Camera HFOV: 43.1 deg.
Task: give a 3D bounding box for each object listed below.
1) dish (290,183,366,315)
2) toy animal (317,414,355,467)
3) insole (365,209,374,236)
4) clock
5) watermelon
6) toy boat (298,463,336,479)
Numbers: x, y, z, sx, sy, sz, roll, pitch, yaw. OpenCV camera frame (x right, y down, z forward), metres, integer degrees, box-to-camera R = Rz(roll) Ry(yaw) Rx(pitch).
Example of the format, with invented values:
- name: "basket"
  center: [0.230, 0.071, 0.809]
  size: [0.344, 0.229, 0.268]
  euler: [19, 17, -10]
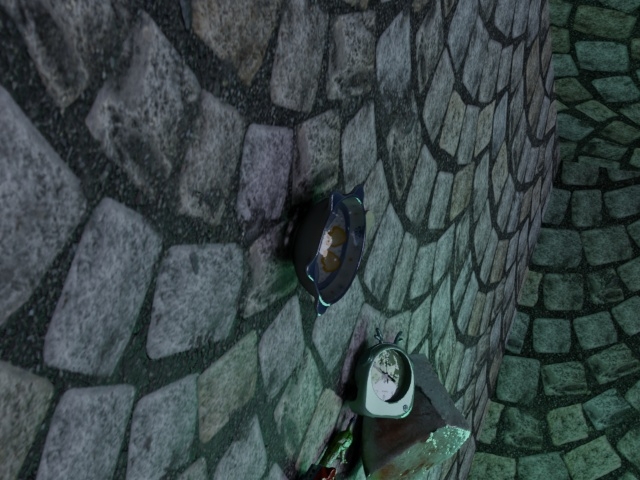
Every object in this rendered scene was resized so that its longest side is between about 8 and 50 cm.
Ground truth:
- name: "dish"
  center: [0.000, 0.000, 1.468]
  size: [0.236, 0.086, 0.228]
  euler: [-61, 151, -32]
- name: "toy animal"
  center: [0.031, 0.494, 1.856]
  size: [0.217, 0.041, 0.075]
  euler: [-45, 140, -45]
- name: "insole"
  center: [0.078, 0.022, 1.748]
  size: [0.192, 0.010, 0.063]
  euler: [-67, 155, -20]
- name: "clock"
  center: [0.152, 0.315, 1.926]
  size: [0.159, 0.066, 0.211]
  euler: [14, 77, -34]
- name: "watermelon"
  center: [0.247, 0.465, 2.049]
  size: [0.228, 0.258, 0.387]
  euler: [56, 49, -60]
- name: "toy boat"
  center: [-0.027, 0.550, 1.722]
  size: [0.069, 0.059, 0.173]
  euler: [35, 79, -43]
